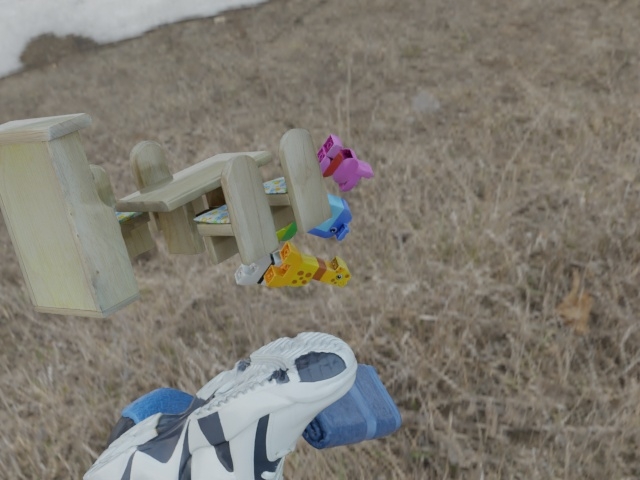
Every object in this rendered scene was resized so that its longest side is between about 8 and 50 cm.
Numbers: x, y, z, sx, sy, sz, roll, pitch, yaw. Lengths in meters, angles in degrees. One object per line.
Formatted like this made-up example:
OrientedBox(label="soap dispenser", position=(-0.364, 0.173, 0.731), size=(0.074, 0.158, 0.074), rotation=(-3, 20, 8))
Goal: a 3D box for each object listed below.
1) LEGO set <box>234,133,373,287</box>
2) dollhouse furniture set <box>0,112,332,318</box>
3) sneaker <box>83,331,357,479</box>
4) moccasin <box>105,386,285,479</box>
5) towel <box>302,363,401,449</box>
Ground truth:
OrientedBox(label="LEGO set", position=(0.000, 0.000, 1.287), size=(0.093, 0.227, 0.087), rotation=(18, 34, -30))
OrientedBox(label="dollhouse furniture set", position=(-0.154, -0.056, 0.979), size=(0.212, 0.161, 0.242), rotation=(1, 22, 41))
OrientedBox(label="sneaker", position=(-0.042, 0.173, 0.784), size=(0.235, 0.153, 0.094), rotation=(-33, 10, 19))
OrientedBox(label="moccasin", position=(-0.061, 0.284, 0.987), size=(0.342, 0.117, 0.137), rotation=(49, 33, 15))
OrientedBox(label="towel", position=(0.017, 0.134, 0.888), size=(0.029, 0.119, 0.067), rotation=(-41, 67, 25))
